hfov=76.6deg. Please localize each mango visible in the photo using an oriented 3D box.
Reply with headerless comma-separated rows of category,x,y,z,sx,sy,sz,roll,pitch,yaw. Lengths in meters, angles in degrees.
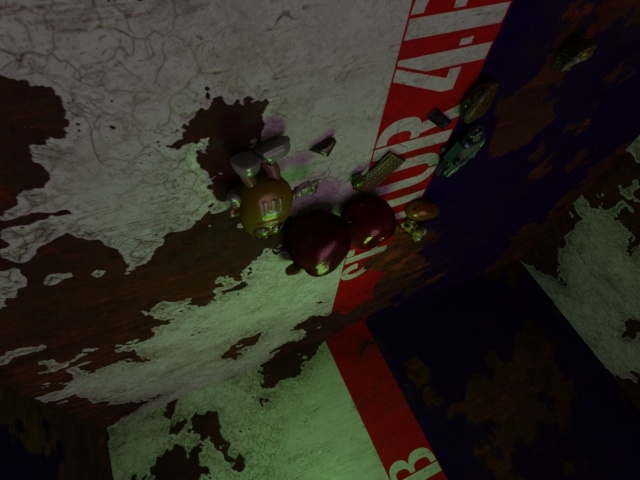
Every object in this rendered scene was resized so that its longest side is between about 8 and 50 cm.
mango,0.558,-0.155,2.192,0.217,0.102,0.141,-1,148,-37

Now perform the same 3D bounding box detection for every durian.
durian,1.007,-0.742,1.622,0.147,0.102,0.208,-26,175,1

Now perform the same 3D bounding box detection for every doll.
doll,-0.185,-0.180,1.457,0.348,0.161,0.423,-37,146,7
doll,0.549,-0.063,2.356,0.117,0.086,0.291,-53,148,4

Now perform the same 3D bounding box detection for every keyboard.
keyboard,0.488,-0.495,1.658,0.155,0.010,0.053,9,134,-48

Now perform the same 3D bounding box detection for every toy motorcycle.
toy motorcycle,0.649,-0.411,1.861,0.198,0.109,0.296,-10,147,-49

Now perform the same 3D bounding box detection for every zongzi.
zongzi,0.008,-0.348,1.471,0.083,0.040,0.076,14,127,-28

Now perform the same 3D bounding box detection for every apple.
apple,0.226,-0.083,1.904,0.261,0.216,0.260,-24,153,-13

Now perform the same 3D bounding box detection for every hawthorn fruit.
hawthorn fruit,-0.013,0.010,1.803,0.295,0.294,0.311,-6,149,-35

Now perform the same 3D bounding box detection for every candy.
candy,0.211,-0.293,1.713,0.194,0.058,0.062,-37,-170,14

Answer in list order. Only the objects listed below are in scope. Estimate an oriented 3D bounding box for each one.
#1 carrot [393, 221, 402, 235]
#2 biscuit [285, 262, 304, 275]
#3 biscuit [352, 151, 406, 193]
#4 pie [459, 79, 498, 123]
carrot,0.384,-0.077,2.195,0.087,0.087,0.193,-37,149,17
biscuit,-0.066,0.106,2.048,0.205,0.040,0.309,-15,-172,46
biscuit,0.259,-0.293,1.791,0.139,0.016,0.231,10,134,-48
pie,0.636,-0.554,1.622,0.163,0.078,0.193,-17,152,-35
